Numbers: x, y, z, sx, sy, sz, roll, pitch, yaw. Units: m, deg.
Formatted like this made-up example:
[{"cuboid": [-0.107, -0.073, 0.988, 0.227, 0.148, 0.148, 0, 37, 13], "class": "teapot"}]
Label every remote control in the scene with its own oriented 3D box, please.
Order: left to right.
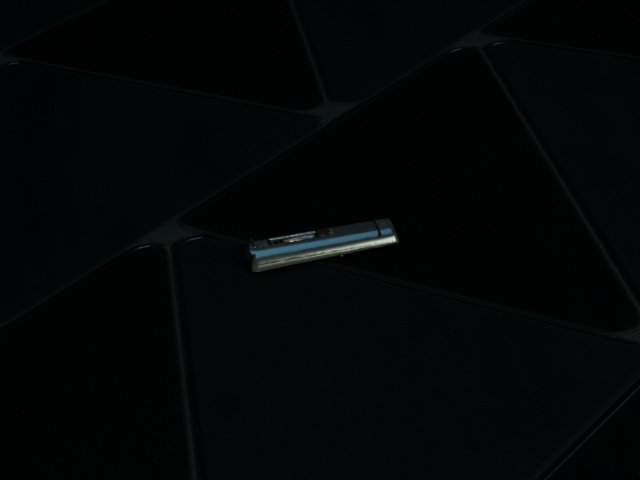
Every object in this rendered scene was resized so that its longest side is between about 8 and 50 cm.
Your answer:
[{"cuboid": [0.000, 0.000, 1.063, 0.091, 0.016, 0.034, -11, 22, -8], "class": "remote control"}]
